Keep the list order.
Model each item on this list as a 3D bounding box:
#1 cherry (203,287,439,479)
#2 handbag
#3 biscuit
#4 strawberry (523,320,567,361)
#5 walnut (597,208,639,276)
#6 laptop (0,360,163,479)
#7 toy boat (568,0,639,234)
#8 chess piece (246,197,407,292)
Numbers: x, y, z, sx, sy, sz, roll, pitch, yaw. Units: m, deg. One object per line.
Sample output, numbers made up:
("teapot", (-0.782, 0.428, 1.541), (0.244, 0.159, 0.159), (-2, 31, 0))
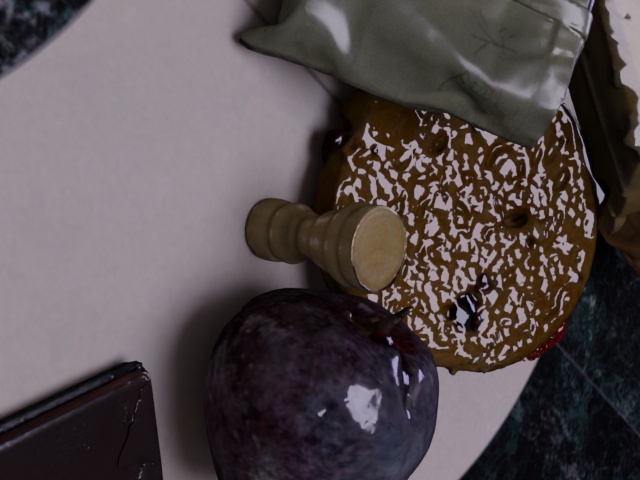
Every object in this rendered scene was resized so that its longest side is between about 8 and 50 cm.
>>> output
("cherry", (-0.003, 0.129, 1.077), (0.195, 0.195, 0.195), (-13, 108, -46))
("handbag", (0.106, -0.250, 1.114), (0.253, 0.109, 0.316), (21, 80, -8))
("biscuit", (0.116, -0.025, 1.222), (0.295, 0.075, 0.296), (0, 90, -31))
("strawberry", (0.184, 0.063, 1.342), (0.106, 0.106, 0.106), (-13, 108, -46))
("walnut", (0.372, -0.045, 1.437), (0.213, 0.213, 0.213), (-13, 108, -46))
("laptop", (-0.194, 0.187, 0.991), (0.207, 0.026, 0.154), (-24, 118, -42))
("toy boat", (0.241, -0.222, 1.279), (0.135, 0.162, 0.446), (-18, 99, -10))
("chess piece", (0.000, 0.000, 1.092), (0.066, 0.122, 0.066), (-10, 103, -47))
